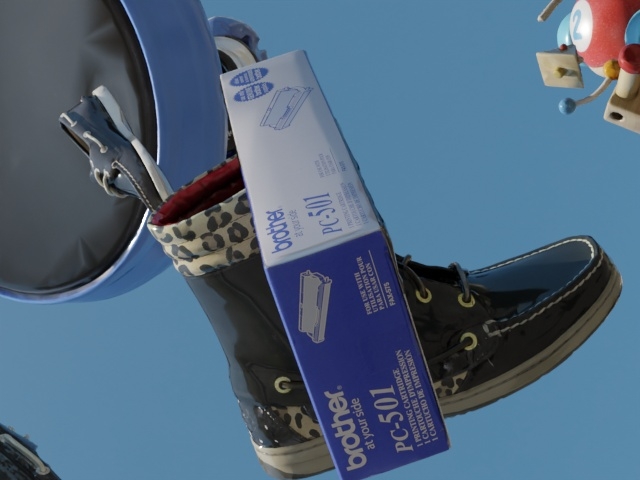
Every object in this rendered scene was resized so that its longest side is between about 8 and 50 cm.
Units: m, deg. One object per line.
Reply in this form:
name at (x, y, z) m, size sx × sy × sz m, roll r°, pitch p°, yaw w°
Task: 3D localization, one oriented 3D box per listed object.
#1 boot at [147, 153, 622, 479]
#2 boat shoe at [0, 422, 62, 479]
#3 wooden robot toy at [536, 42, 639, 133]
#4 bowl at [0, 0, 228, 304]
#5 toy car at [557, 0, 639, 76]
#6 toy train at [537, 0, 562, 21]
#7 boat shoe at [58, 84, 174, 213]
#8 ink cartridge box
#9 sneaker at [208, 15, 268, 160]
boot at (0.038, 0.013, 0.783) m, size 0.236 × 0.085 × 0.178 m, roll -27°, pitch -68°, yaw 1°
boat shoe at (-0.264, 0.212, 1.167) m, size 0.091 × 0.302 × 0.114 m, roll -19°, pitch -41°, yaw -35°
wooden robot toy at (0.238, -0.113, 0.954) m, size 0.079 × 0.173 × 0.076 m, roll -59°, pitch -14°, yaw -31°
bowl at (-0.261, -0.125, 1.224) m, size 0.077 × 0.391 × 0.391 m, roll -28°, pitch -67°, yaw -53°
toy car at (0.342, -0.334, 1.622) m, size 0.210 × 0.219 × 0.238 m, roll -41°, pitch -74°, yaw -6°
toy train at (0.242, -0.251, 0.934) m, size 0.248 × 0.105 × 0.143 m, roll -38°, pitch -25°, yaw -28°
boat shoe at (-0.120, -0.047, 0.830) m, size 0.038 × 0.125 × 0.046 m, roll -32°, pitch -40°, yaw -7°
ink cartridge box at (0.000, 0.000, 0.580) m, size 0.046 × 0.207 × 0.097 m, roll -19°, pitch -64°, yaw 0°
sneaker at (-0.096, -0.095, 1.611) m, size 0.182 × 0.127 × 0.315 m, roll -56°, pitch -55°, yaw -72°
